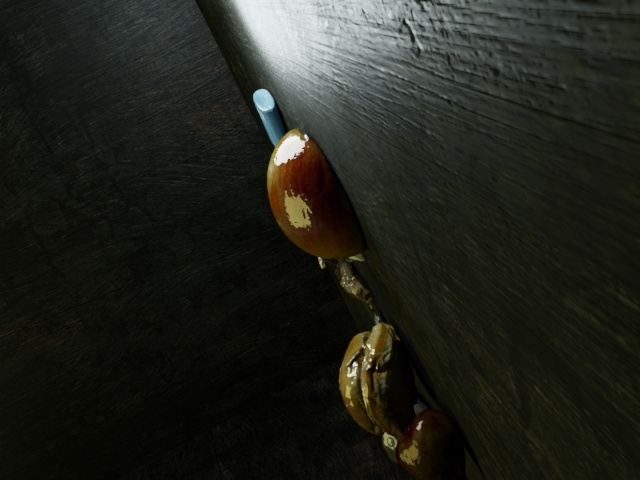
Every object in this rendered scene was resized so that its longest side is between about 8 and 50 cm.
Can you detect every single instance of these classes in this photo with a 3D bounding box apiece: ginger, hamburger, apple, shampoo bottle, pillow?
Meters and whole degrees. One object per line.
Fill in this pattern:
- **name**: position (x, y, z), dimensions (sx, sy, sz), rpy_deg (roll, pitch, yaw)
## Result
- **ginger**: position (0.114, 0.144, 1.882), dimensions (0.122, 0.084, 0.290), rpy_deg (38, -175, -24)
- **hamburger**: position (0.183, 0.419, 1.577), dimensions (0.284, 0.174, 0.304), rpy_deg (58, -149, -16)
- **apple**: position (-0.016, -0.101, 1.312), dimensions (0.179, 0.254, 0.346), rpy_deg (-44, -68, -50)
- **shampoo bottle**: position (-0.150, -0.374, 1.745), dimensions (0.103, 0.061, 0.258), rpy_deg (60, 176, 30)
- **pillow**: position (0.227, 0.333, 1.868), dimensions (0.130, 0.038, 0.232), rpy_deg (63, 180, 27)

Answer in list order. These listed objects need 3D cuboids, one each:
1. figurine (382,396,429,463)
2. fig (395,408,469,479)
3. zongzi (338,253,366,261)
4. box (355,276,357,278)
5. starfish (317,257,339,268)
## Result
- **figurine**: position (0.317, 0.654, 1.924), dimensions (0.380, 0.203, 0.248), rpy_deg (-85, -24, -74)
- **fig**: position (0.316, 0.587, 1.370), dimensions (0.290, 0.191, 0.190), rpy_deg (62, 177, 22)
- **zongzi**: position (0.073, -0.017, 1.453), dimensions (0.130, 0.062, 0.154), rpy_deg (7, 111, 61)
- **box**: position (0.149, 0.186, 2.023), dimensions (0.082, 0.023, 0.051), rpy_deg (59, 177, 47)
- **starfish**: position (-0.004, 0.001, 1.930), dimensions (0.302, 0.060, 0.299), rpy_deg (-65, -42, -69)
